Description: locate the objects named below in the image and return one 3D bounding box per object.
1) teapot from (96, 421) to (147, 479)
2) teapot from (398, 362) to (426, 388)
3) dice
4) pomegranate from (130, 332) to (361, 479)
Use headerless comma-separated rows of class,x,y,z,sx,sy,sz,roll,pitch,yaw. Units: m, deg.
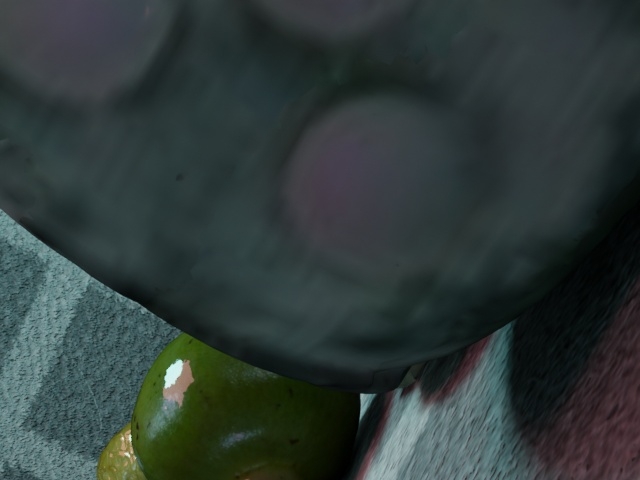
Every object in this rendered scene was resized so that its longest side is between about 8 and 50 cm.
teapot,-0.145,0.290,1.768,0.311,0.167,0.203,-39,-32,21
teapot,0.051,0.003,0.979,0.178,0.221,0.163,-51,42,-10
dice,-0.001,-0.157,0.698,0.348,0.330,0.328,-58,11,18
pomegranate,-0.049,0.145,1.130,0.179,0.179,0.210,-65,23,-2
